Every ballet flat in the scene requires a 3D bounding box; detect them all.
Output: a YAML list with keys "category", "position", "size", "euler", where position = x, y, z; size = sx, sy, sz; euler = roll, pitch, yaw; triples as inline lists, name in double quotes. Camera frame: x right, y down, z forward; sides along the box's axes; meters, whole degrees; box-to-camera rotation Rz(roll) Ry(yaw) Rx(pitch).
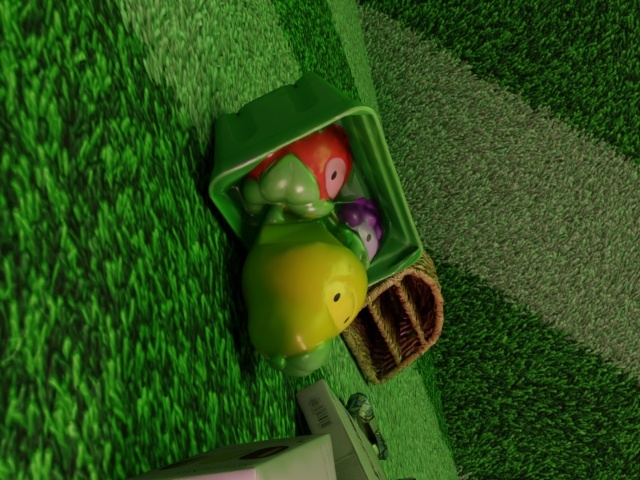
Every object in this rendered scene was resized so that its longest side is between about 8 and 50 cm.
- category: "ballet flat"
  position: [0.085, 0.386, 1.485]
  size: [0.070, 0.070, 0.188]
  euler: [-81, 153, -58]

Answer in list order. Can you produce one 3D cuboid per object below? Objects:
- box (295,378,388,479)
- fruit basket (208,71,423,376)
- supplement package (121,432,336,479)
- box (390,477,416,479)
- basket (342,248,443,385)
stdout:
- category: "box"
  position: [0.071, 0.396, 1.241]
  size: [0.232, 0.058, 0.322]
  euler: [62, 2, 39]
- category: "fruit basket"
  position: [0.000, 0.000, 1.079]
  size: [0.392, 0.283, 0.392]
  euler: [64, 2, -3]
- category: "supplement package"
  position: [-0.074, 0.271, 0.716]
  size: [0.244, 0.139, 0.134]
  euler: [29, 52, -74]
- category: "box"
  position: [0.184, 0.692, 1.556]
  size: [0.242, 0.076, 0.307]
  euler: [-41, 118, -74]
- category: "basket"
  position: [0.171, 0.158, 1.690]
  size: [0.299, 0.213, 0.223]
  euler: [64, 18, -44]
